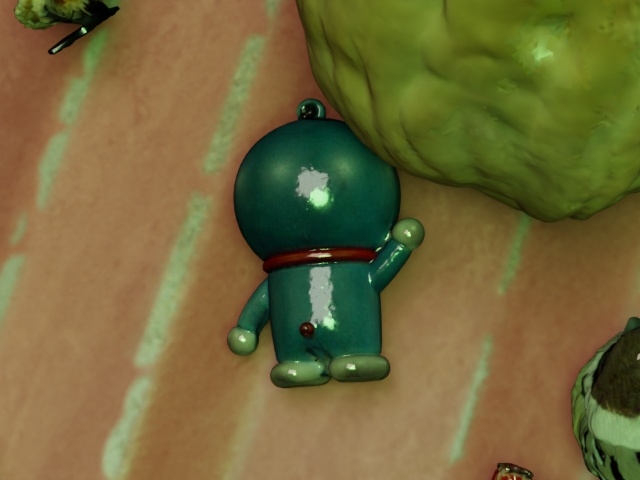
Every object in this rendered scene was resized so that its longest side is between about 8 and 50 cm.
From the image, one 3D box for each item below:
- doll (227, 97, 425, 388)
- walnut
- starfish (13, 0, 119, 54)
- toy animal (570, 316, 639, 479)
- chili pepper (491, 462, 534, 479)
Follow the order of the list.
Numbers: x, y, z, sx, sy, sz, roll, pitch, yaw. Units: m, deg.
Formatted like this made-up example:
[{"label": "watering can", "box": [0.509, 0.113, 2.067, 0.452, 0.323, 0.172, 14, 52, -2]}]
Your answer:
[{"label": "doll", "box": [0.000, 0.000, 0.984, 0.114, 0.085, 0.152, -9, 81, 18]}, {"label": "walnut", "box": [0.132, -0.149, 0.897, 0.277, 0.313, 0.252, -15, 47, -25]}, {"label": "starfish", "box": [-0.183, -0.230, 1.073, 0.312, 0.113, 0.303, -22, 70, -1]}, {"label": "toy animal", "box": [0.175, 0.101, 0.913, 0.098, 0.098, 0.137, -20, 71, 2]}, {"label": "chili pepper", "box": [0.092, 0.177, 0.917, 0.070, 0.073, 0.123, 6, 65, 55]}]
